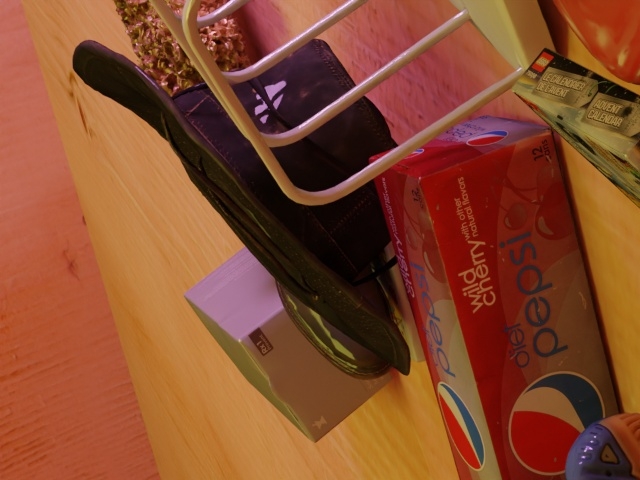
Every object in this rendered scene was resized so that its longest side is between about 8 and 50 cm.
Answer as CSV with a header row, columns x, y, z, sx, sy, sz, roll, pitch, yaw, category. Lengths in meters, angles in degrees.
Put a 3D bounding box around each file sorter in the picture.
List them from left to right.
x,y,z,sx,sy,sz,roll,pitch,yaw,category
-0.025,-0.182,0.839,0.278,0.173,0.193,55,179,42,file sorter

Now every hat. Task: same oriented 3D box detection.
x,y,z,sx,sy,sz,roll,pitch,yaw,category
-0.019,-0.062,1.022,0.331,0.134,0.331,43,175,5,hat

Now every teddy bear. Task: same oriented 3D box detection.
x,y,z,sx,sy,sz,roll,pitch,yaw,category
-0.105,-0.168,1.370,0.338,0.113,0.245,66,-176,22,teddy bear

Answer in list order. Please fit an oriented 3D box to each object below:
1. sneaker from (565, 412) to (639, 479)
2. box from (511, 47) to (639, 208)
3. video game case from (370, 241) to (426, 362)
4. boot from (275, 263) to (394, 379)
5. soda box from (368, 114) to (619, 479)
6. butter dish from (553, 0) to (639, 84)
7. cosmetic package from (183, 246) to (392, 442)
x,y,z,sx,sy,sz,roll,pitch,yaw,category
0.199,0.242,0.825,0.131,0.112,0.296,136,113,-74,sneaker
0.154,-0.025,0.649,0.137,0.027,0.094,37,-177,-32,box
0.023,-0.023,1.260,0.227,0.026,0.206,33,141,65,video game case
0.000,0.000,1.165,0.106,0.082,0.219,91,156,-59,boot
0.115,0.061,0.914,0.083,0.092,0.263,-150,41,-68,soda box
0.124,-0.130,0.580,0.160,0.118,0.160,104,143,-66,butter dish
-0.036,0.089,1.411,0.127,0.107,0.238,56,168,-19,cosmetic package
